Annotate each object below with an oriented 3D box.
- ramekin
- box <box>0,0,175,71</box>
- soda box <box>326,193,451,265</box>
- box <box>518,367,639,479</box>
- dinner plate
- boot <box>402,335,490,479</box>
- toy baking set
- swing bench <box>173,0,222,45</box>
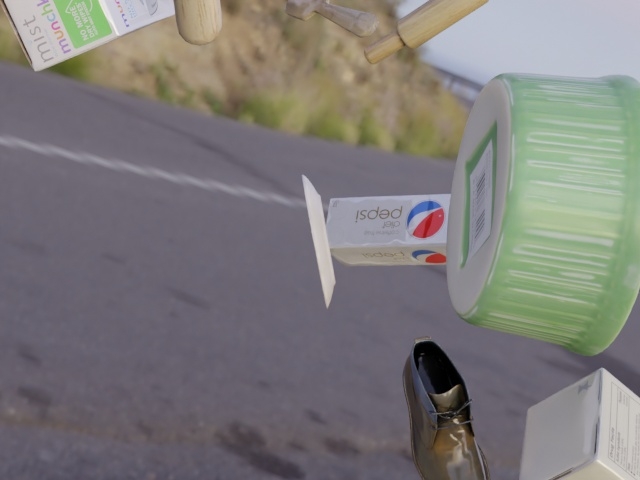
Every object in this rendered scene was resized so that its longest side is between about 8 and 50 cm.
[{"bbox_3d":[0.236,-0.036,1.583,0.148,0.303,0.303,8,11,-7],"label":"ramekin"},{"bbox_3d":[-0.306,-0.357,1.775,0.127,0.261,0.231,-20,9,17],"label":"box"},{"bbox_3d":[0.115,-0.012,1.898,0.216,0.073,0.069,-2,-23,30],"label":"soda box"},{"bbox_3d":[0.380,0.303,1.715,0.311,0.121,0.148,39,39,-19],"label":"box"},{"bbox_3d":[0.000,0.000,1.535,0.017,0.141,0.141,-10,10,1],"label":"dinner plate"},{"bbox_3d":[0.139,0.214,1.685,0.106,0.082,0.219,77,-5,-64],"label":"boot"},{"bbox_3d":[0.083,-0.248,1.373,0.030,0.256,0.196,42,23,-38],"label":"toy baking set"},{"bbox_3d":[-0.083,-0.258,0.611,0.253,0.165,0.254,47,-14,50],"label":"swing bench"}]
